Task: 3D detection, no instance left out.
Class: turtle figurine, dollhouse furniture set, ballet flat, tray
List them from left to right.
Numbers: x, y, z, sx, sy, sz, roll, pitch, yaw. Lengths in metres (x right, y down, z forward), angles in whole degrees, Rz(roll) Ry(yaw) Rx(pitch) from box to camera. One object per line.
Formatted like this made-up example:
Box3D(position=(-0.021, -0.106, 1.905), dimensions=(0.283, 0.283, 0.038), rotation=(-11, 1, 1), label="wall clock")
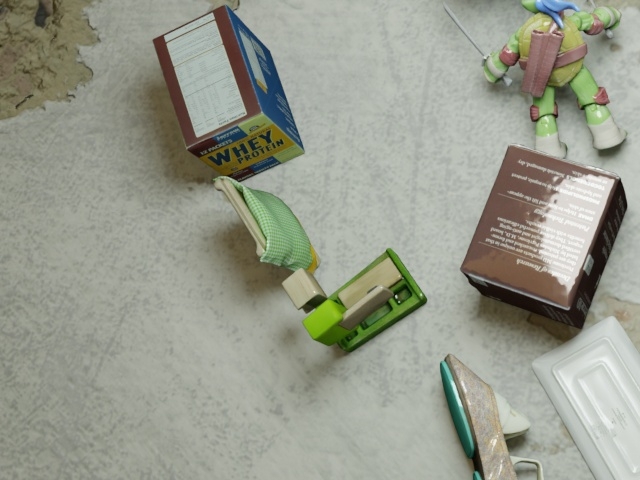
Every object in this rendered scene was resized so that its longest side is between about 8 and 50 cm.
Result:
Box3D(position=(0.000, 0.000, 1.837), dimensions=(0.151, 0.197, 0.302), rotation=(-37, 69, 8), label="dollhouse furniture set")
Box3D(position=(0.257, 0.308, 1.738), dimensions=(0.106, 0.107, 0.316), rotation=(-13, 77, -5), label="ballet flat")
Box3D(position=(0.354, -0.269, 1.814), dimensions=(0.197, 0.274, 0.266), rotation=(-22, 105, -15), label="turtle figurine")
Box3D(position=(0.424, 0.253, 1.720), dimensions=(0.145, 0.030, 0.270), rotation=(-32, 69, 10), label="tray")

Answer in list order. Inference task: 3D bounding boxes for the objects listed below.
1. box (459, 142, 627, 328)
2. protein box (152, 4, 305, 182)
Box3D(position=(0.325, -0.005, 1.743), dimensions=(0.167, 0.168, 0.203), rotation=(19, 84, 21), label="box")
Box3D(position=(-0.144, -0.230, 1.942), dimensions=(0.135, 0.200, 0.201), rotation=(-23, 70, 12), label="protein box")
